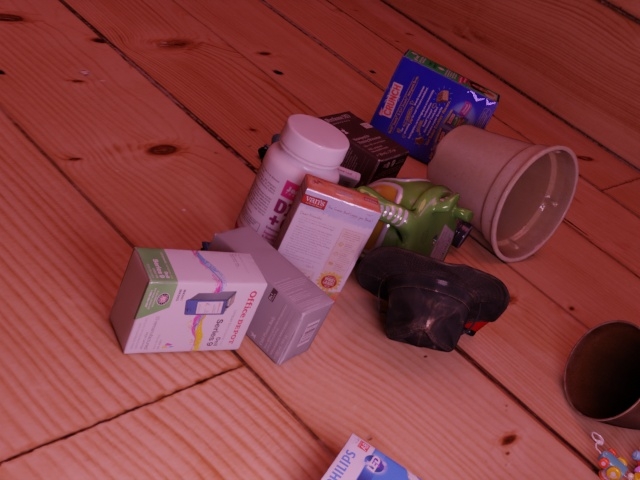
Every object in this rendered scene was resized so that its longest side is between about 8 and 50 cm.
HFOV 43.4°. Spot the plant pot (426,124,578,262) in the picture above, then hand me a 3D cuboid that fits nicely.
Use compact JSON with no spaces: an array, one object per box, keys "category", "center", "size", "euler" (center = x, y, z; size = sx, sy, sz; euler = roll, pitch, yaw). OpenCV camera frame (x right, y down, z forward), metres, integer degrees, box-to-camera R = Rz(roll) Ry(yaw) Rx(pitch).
[{"category":"plant pot","center":[0.466,-0.156,2.176],"size":[0.334,0.333,0.305],"euler":[-4,29,-43]}]

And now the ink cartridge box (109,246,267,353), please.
[{"category":"ink cartridge box","center":[-0.216,0.099,1.323],"size":[0.212,0.154,0.093],"euler":[3,36,-37]}]

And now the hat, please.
[{"category":"hat","center":[0.198,0.141,1.554],"size":[0.331,0.331,0.134],"euler":[22,68,-7]}]

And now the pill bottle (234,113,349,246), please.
[{"category":"pill bottle","center":[-0.058,-0.105,1.650],"size":[0.160,0.283,0.160],"euler":[19,30,-12]}]

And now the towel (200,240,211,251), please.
[{"category":"towel","center":[-0.175,0.033,1.593],"size":[0.119,0.029,0.067],"euler":[10,34,-28]}]

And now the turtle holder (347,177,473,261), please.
[{"category":"turtle holder","center":[0.162,-0.020,1.743],"size":[0.227,0.243,0.320],"euler":[24,27,28]}]

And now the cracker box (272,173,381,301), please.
[{"category":"cracker box","center":[0.000,0.000,1.579],"size":[0.156,0.232,0.067],"euler":[19,30,-14]}]

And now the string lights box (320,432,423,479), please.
[{"category":"string lights box","center":[0.117,0.410,1.166],"size":[0.260,0.076,0.133],"euler":[32,31,10]}]

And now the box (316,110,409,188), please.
[{"category":"box","center":[0.077,-0.199,2.034],"size":[0.203,0.167,0.168],"euler":[37,30,18]}]

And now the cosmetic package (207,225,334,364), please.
[{"category":"cosmetic package","center":[-0.105,0.093,1.455],"size":[0.238,0.127,0.107],"euler":[37,30,22]}]

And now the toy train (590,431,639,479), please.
[{"category":"toy train","center":[0.584,0.434,1.544],"size":[0.166,0.046,0.125],"euler":[23,28,-13]}]

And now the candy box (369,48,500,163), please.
[{"category":"candy box","center":[0.340,-0.386,2.449],"size":[0.317,0.268,0.122],"euler":[27,25,1]}]

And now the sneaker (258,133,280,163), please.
[{"category":"sneaker","center":[-0.120,-0.232,2.038],"size":[0.073,0.063,0.162],"euler":[16,30,-11]}]

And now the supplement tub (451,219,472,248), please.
[{"category":"supplement tub","center":[0.286,-0.061,2.044],"size":[0.198,0.106,0.106],"euler":[34,30,14]}]

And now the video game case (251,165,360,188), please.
[{"category":"video game case","center":[-0.037,-0.130,1.810],"size":[0.193,0.212,0.023],"euler":[19,64,-13]}]

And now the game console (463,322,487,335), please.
[{"category":"game console","center":[0.285,0.138,1.738],"size":[0.144,0.085,0.124],"euler":[25,29,-4]}]

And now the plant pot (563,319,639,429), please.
[{"category":"plant pot","center":[0.670,0.307,1.680],"size":[0.230,0.215,0.215],"euler":[28,26,-27]}]
